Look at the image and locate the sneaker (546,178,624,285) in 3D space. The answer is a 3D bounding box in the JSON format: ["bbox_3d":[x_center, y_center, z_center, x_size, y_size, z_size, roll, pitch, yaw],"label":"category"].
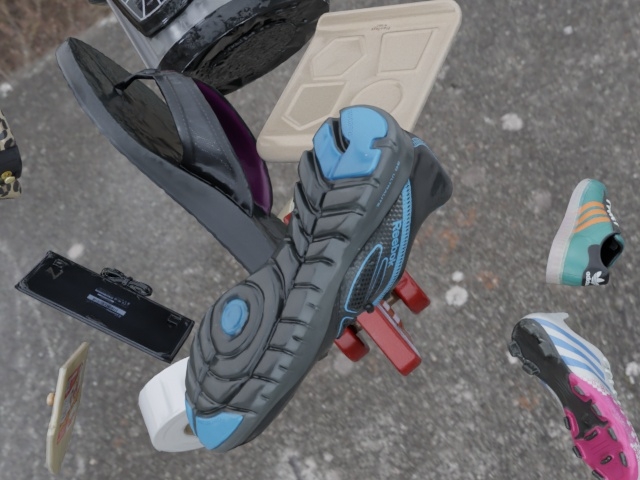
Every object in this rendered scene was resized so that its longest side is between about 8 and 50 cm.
[{"bbox_3d":[0.522,-0.009,1.793,0.121,0.108,0.302,12,42,22],"label":"sneaker"}]

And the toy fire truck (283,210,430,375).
[{"bbox_3d":[0.050,0.069,1.501,0.169,0.302,0.254,-38,2,2],"label":"toy fire truck"}]

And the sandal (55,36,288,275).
[{"bbox_3d":[-0.108,-0.085,1.068,0.107,0.446,0.167,-46,1,14],"label":"sandal"}]

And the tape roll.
[{"bbox_3d":[-0.226,0.327,1.936,0.286,0.286,0.100,-30,64,10],"label":"tape roll"}]

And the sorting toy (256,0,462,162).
[{"bbox_3d":[0.044,-0.170,1.032,0.193,0.038,0.208,3,59,35],"label":"sorting toy"}]

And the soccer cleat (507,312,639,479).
[{"bbox_3d":[0.453,0.250,1.571,0.331,0.143,0.116,60,141,28],"label":"soccer cleat"}]

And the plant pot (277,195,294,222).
[{"bbox_3d":[0.000,0.000,1.917,0.257,0.274,0.256,0,65,0],"label":"plant pot"}]

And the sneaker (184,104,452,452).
[{"bbox_3d":[0.004,0.053,0.851,0.125,0.140,0.340,40,100,43],"label":"sneaker"}]

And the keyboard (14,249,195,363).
[{"bbox_3d":[-0.226,0.068,1.014,0.023,0.180,0.108,-63,1,30],"label":"keyboard"}]

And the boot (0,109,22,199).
[{"bbox_3d":[-0.503,-0.027,1.144,0.284,0.377,0.138,-25,17,-33],"label":"boot"}]

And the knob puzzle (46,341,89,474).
[{"bbox_3d":[-0.401,0.266,1.444,0.030,0.213,0.213,11,56,-5],"label":"knob puzzle"}]

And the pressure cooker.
[{"bbox_3d":[-0.231,-0.507,1.722,0.370,0.375,0.420,-28,84,-20],"label":"pressure cooker"}]
